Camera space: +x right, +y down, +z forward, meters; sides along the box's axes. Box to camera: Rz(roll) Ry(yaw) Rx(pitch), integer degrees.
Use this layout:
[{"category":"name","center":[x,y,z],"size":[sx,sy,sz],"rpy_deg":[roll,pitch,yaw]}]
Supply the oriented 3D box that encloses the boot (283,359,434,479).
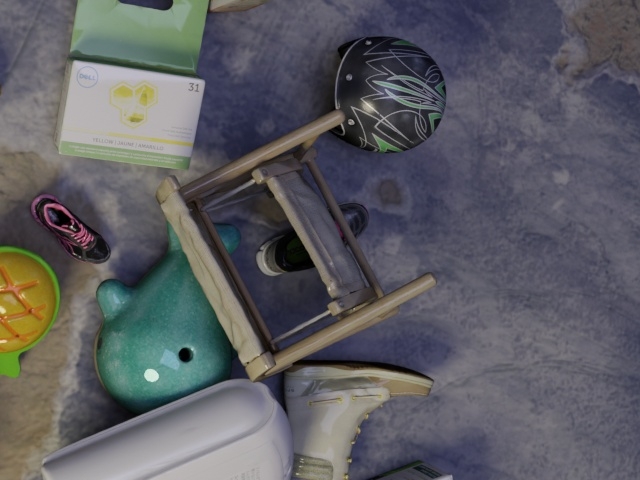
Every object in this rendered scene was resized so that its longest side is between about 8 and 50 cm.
[{"category":"boot","center":[0.047,0.249,1.749],"size":[0.213,0.077,0.165],"rpy_deg":[4,90,-17]}]

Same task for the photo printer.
[{"category":"photo printer","center":[-0.176,0.304,1.583],"size":[0.308,0.107,0.256],"rpy_deg":[-21,142,-19]}]

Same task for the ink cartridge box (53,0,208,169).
[{"category":"ink cartridge box","center":[-0.229,-0.215,1.599],"size":[0.171,0.056,0.235],"rpy_deg":[7,107,-22]}]

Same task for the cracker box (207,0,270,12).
[{"category":"cracker box","center":[-0.091,-0.373,1.582],"size":[0.067,0.232,0.155],"rpy_deg":[-7,95,-21]}]

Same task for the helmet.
[{"category":"helmet","center":[0.084,-0.193,1.698],"size":[0.169,0.161,0.169],"rpy_deg":[-1,92,-22]}]

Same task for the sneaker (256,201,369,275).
[{"category":"sneaker","center":[0.000,0.000,1.719],"size":[0.170,0.075,0.063],"rpy_deg":[-25,101,-20]}]

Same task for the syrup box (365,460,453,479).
[{"category":"syrup box","center":[0.066,0.389,1.752],"size":[0.237,0.093,0.096],"rpy_deg":[-15,98,-21]}]

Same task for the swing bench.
[{"category":"swing bench","center":[-0.042,0.014,1.572],"size":[0.255,0.165,0.253],"rpy_deg":[-25,81,-20]}]

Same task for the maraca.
[{"category":"maraca","center":[-0.390,0.090,1.557],"size":[0.127,0.099,0.185],"rpy_deg":[26,108,-11]}]

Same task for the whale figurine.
[{"category":"whale figurine","center":[-0.175,0.094,1.617],"size":[0.216,0.141,0.272],"rpy_deg":[23,80,-21]}]

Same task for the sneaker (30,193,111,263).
[{"category":"sneaker","center":[-0.309,-0.011,1.604],"size":[0.119,0.057,0.047],"rpy_deg":[41,76,-20]}]
